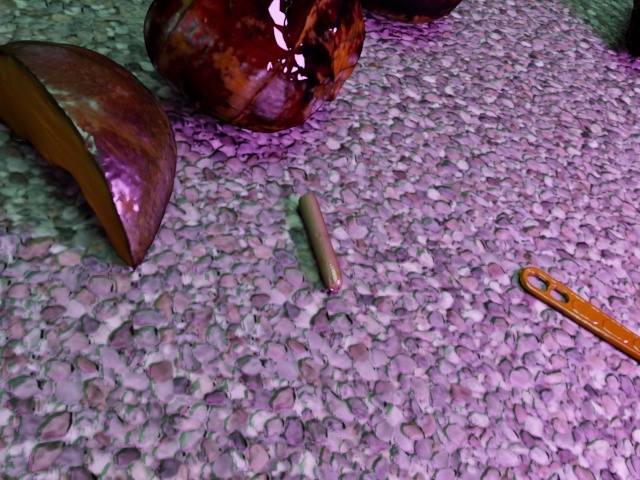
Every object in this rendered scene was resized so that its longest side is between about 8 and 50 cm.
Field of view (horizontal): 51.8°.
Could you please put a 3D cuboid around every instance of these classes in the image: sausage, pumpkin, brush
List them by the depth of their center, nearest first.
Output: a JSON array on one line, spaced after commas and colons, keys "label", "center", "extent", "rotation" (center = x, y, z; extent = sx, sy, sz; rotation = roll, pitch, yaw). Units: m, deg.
[{"label": "pumpkin", "center": [-0.226, -0.141, 0.703], "extent": [0.169, 0.148, 0.312], "rotation": [-34, 73, -33]}, {"label": "sausage", "center": [0.000, 0.000, 0.746], "extent": [0.024, 0.024, 0.132], "rotation": [-2, 52, -22]}, {"label": "brush", "center": [0.372, 0.125, 0.785], "extent": [0.314, 0.017, 0.090], "rotation": [34, 46, 10]}]

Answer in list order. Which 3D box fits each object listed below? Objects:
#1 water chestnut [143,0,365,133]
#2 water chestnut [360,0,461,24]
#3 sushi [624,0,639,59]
[{"label": "water chestnut", "center": [-0.083, -0.271, 0.799], "extent": [0.244, 0.288, 0.289], "rotation": [15, 39, 37]}, {"label": "water chestnut", "center": [0.134, -0.505, 1.048], "extent": [0.300, 0.300, 0.299], "rotation": [10, 49, -12]}, {"label": "sushi", "center": [0.705, -0.459, 1.251], "extent": [0.197, 0.181, 0.343], "rotation": [22, 44, 21]}]
